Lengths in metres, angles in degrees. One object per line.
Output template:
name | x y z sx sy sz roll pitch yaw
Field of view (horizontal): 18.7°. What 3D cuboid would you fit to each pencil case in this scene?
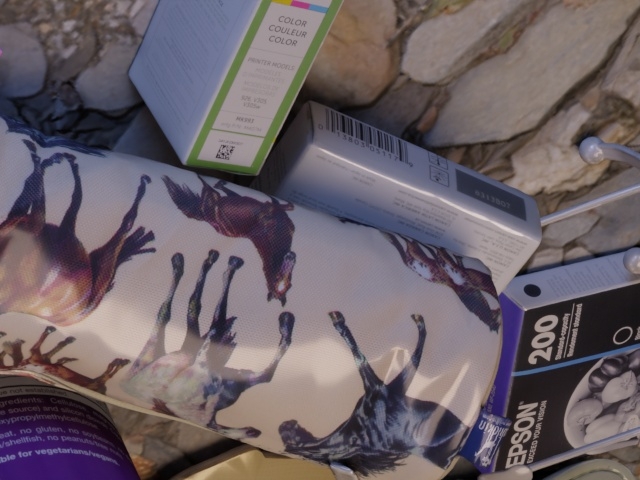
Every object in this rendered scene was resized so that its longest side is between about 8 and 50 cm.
pencil case | -0.080 0.051 1.244 0.410 0.160 0.183 17 75 -22

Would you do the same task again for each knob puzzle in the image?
knob puzzle | -0.090 0.241 1.605 0.213 0.030 0.213 -15 130 -19

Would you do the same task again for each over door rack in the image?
over door rack | 0.222 0.053 1.526 0.324 0.108 0.239 -25 117 2

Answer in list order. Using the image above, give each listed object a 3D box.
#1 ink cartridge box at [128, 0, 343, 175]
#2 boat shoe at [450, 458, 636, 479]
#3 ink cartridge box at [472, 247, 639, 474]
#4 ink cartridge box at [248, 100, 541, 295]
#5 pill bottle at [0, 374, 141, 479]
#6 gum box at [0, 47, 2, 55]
ink cartridge box | -0.043 -0.157 1.230 0.062 0.109 0.209 6 124 -33
boat shoe | 0.116 0.273 1.701 0.340 0.113 0.127 -22 91 -23
ink cartridge box | 0.190 0.111 1.643 0.208 0.045 0.206 -11 132 -19
ink cartridge box | 0.019 0.028 1.400 0.189 0.066 0.232 22 130 -19
pill bottle | -0.207 0.181 1.280 0.182 0.323 0.181 -16 133 -17
gum box | -0.293 -0.111 1.163 0.188 0.062 0.107 17 118 -39
